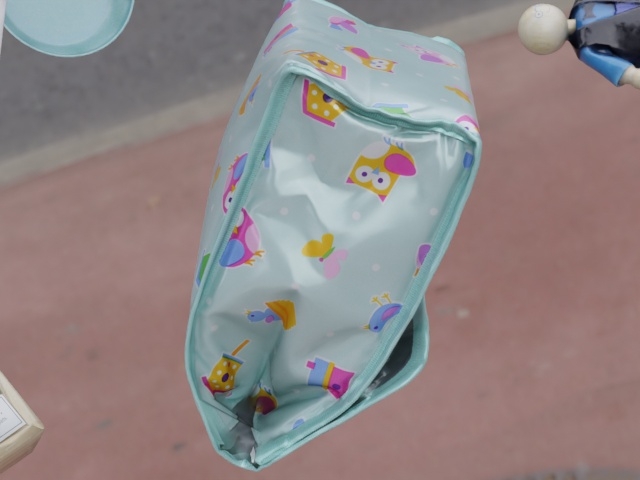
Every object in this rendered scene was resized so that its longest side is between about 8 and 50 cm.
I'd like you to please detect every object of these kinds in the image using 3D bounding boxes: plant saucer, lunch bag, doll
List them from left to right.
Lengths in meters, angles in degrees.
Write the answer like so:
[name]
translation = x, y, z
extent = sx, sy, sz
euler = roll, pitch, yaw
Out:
[plant saucer]
translation = -0.201, -0.194, 1.483
extent = 0.119, 0.119, 0.021
euler = -33, 3, -27
[lunch bag]
translation = 0.000, 0.000, 1.250
extent = 0.160, 0.262, 0.223
euler = 18, 18, -5
[doll]
translation = 0.237, -0.160, 1.399
extent = 0.189, 0.046, 0.129
euler = -7, 48, 9

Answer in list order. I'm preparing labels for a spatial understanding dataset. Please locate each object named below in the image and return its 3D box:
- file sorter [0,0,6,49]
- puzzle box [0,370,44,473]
[file sorter]
translation = -0.323, -0.073, 1.159
extent = 0.278, 0.193, 0.173
euler = -40, 40, 50
[puzzle box]
translation = -0.434, 0.141, 1.372
extent = 0.409, 0.272, 0.052
euler = -34, -12, -35
